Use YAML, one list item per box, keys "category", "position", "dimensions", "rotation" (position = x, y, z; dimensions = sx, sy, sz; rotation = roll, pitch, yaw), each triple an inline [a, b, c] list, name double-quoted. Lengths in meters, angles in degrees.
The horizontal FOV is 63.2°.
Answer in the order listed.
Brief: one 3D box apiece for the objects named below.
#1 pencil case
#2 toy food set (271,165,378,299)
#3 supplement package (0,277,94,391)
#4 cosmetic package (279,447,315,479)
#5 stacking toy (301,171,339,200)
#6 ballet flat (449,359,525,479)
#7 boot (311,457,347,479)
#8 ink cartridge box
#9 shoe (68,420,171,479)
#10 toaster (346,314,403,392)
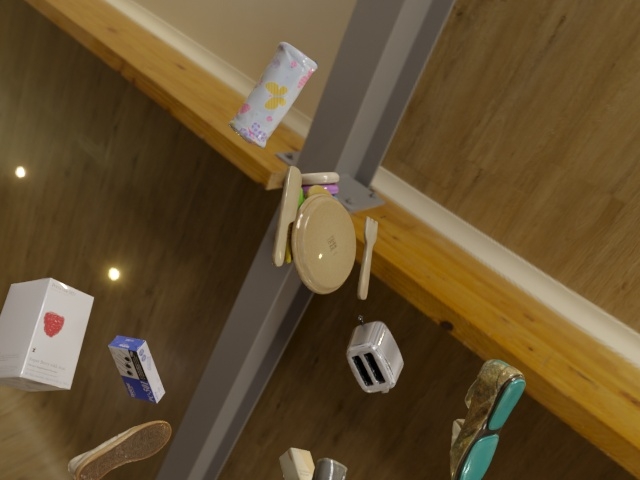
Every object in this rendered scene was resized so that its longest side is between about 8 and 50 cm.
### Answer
- category: "pencil case"
  position: [-0.125, -0.374, 1.344]
  dimensions: [0.273, 0.114, 0.124]
  rotation: [-56, -159, 6]
- category: "toy food set"
  position: [0.000, 0.000, 0.639]
  dimensions: [0.039, 0.192, 0.132]
  rotation: [-3, -110, 38]
- category: "supplement package"
  position: [-0.835, 0.283, 1.550]
  dimensions: [0.176, 0.177, 0.292]
  rotation: [-9, -119, 23]
- category: "cosmetic package"
  position: [-0.038, 0.483, 1.048]
  dimensions: [0.041, 0.060, 0.115]
  rotation: [-46, -138, 18]
- category: "stacking toy"
  position: [-0.002, -0.042, 1.606]
  dimensions: [0.141, 0.141, 0.329]
  rotation: [1, -82, 38]
- category: "ballet flat"
  position: [0.387, 0.448, 1.279]
  dimensions: [0.123, 0.123, 0.348]
  rotation: [27, -73, 30]
- category: "boot"
  position: [-0.005, 0.457, 0.826]
  dimensions: [0.076, 0.208, 0.189]
  rotation: [19, -27, 9]
- category: "ink cartridge box"
  position: [-0.514, 0.364, 1.463]
  dimensions: [0.097, 0.046, 0.206]
  rotation: [6, -56, 19]
- category: "shoe"
  position: [-0.423, 0.440, 1.108]
  dimensions: [0.058, 0.219, 0.076]
  rotation: [3, -78, 42]
- category: "toaster"
  position: [0.162, 0.354, 1.595]
  dimensions: [0.129, 0.146, 0.226]
  rotation: [-19, -76, 23]
